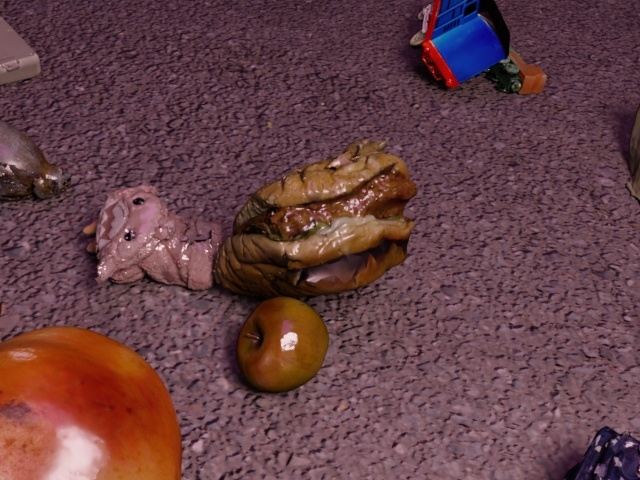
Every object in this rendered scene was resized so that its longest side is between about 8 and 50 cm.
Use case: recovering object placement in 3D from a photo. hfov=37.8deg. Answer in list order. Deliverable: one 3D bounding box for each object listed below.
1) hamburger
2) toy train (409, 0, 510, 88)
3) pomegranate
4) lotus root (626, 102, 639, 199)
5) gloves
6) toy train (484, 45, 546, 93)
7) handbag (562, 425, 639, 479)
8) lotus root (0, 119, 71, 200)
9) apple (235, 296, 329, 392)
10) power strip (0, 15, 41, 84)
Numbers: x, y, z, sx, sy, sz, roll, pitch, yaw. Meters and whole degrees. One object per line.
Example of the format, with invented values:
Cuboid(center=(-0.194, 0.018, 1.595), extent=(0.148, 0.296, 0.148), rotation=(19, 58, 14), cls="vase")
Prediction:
Cuboid(center=(0.000, 0.000, 0.907), extent=(0.183, 0.206, 0.130), rotation=(-17, 77, -28), cls="hamburger")
Cuboid(center=(0.201, -0.303, 1.322), extent=(0.131, 0.083, 0.204), rotation=(-26, 28, 29), cls="toy train")
Cuboid(center=(-0.194, 0.168, 0.675), extent=(0.209, 0.209, 0.209), rotation=(3, 40, -3), cls="pomegranate")
Cuboid(center=(0.450, -0.084, 1.099), extent=(0.138, 0.119, 0.235), rotation=(5, 39, 0), cls="lotus root")
Cuboid(center=(-0.168, 0.000, 0.957), extent=(0.144, 0.094, 0.110), rotation=(2, 51, -17), cls="gloves")
Cuboid(center=(0.270, -0.247, 1.331), extent=(0.064, 0.044, 0.103), rotation=(-7, 44, -19), cls="toy train")
Cuboid(center=(0.239, 0.250, 0.687), extent=(0.162, 0.113, 0.260), rotation=(30, 38, 17), cls="handbag")
Cuboid(center=(-0.363, -0.089, 1.048), extent=(0.165, 0.088, 0.088), rotation=(23, 42, 5), cls="lotus root")
Cuboid(center=(-0.035, 0.097, 0.853), extent=(0.074, 0.089, 0.089), rotation=(30, 36, -20), cls="apple")
Cuboid(center=(-0.456, -0.270, 1.282), extent=(0.081, 0.035, 0.192), rotation=(-23, 47, -29), cls="power strip")
